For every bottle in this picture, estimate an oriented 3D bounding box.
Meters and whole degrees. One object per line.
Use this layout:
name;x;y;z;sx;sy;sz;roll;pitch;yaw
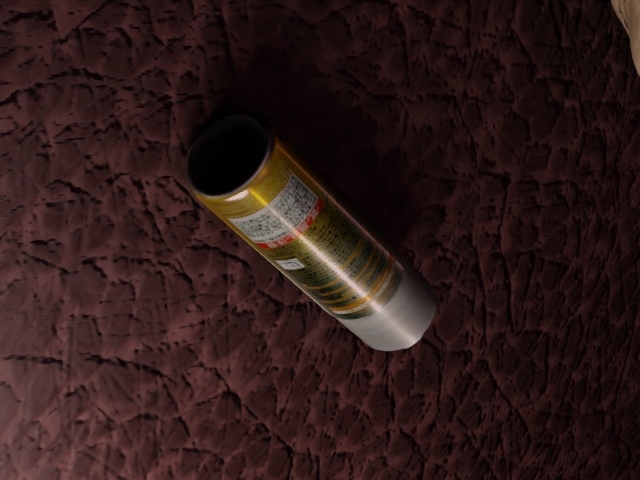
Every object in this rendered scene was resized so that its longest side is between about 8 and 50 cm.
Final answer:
bottle;0.000;0.000;1.311;0.082;0.082;0.286;-53;138;-6

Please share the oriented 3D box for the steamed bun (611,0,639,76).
steamed bun;0.429;-0.267;1.431;0.339;0.352;0.247;-23;98;-70
